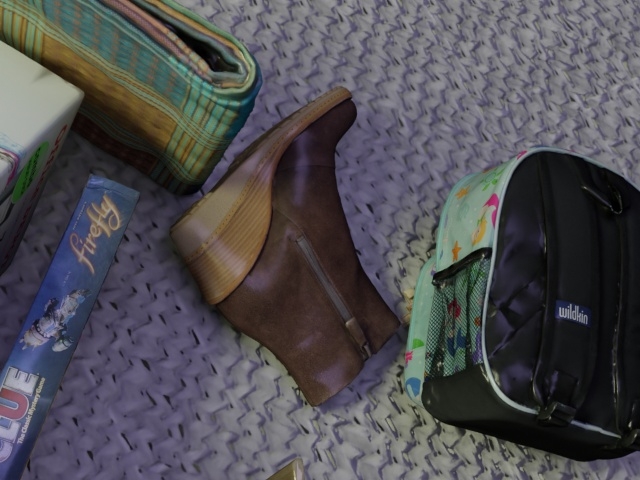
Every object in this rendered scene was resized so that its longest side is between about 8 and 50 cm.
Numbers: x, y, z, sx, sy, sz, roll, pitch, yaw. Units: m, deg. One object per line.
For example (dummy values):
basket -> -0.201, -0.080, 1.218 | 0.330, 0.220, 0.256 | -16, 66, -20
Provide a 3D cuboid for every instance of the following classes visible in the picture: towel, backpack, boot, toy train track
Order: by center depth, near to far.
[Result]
towel -> -0.185, -0.136, 0.927 | 0.271, 0.370, 0.040 | 32, 76, -5
backpack -> 0.195, 0.054, 1.087 | 0.225, 0.191, 0.253 | 18, 70, -27
boot -> 0.000, 0.000, 1.117 | 0.207, 0.090, 0.248 | 49, 58, -10
toy train track -> 0.104, 0.079, 1.147 | 0.048, 0.014, 0.083 | -30, 82, -28

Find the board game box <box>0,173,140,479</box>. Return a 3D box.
board game box -> -0.212, 0.087, 0.935 | 0.042, 0.165, 0.243 | 24, 61, -10

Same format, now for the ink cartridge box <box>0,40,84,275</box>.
ink cartridge box -> -0.330, -0.027, 0.859 | 0.197, 0.198, 0.270 | 30, 35, -3

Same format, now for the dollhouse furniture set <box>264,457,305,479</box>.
dollhouse furniture set -> -0.094, 0.252, 0.934 | 0.151, 0.123, 0.144 | 0, 68, -21
